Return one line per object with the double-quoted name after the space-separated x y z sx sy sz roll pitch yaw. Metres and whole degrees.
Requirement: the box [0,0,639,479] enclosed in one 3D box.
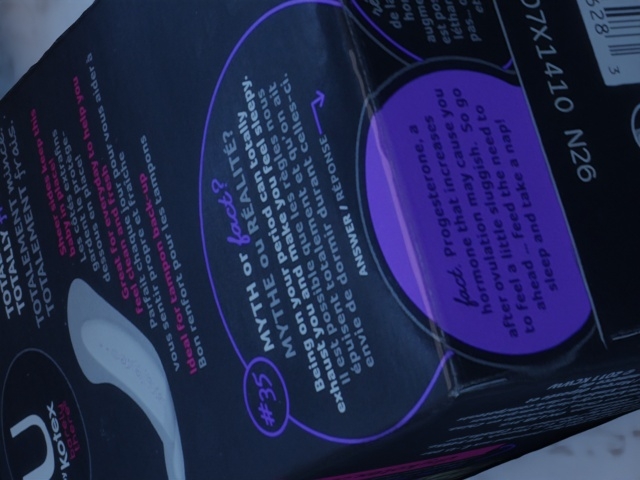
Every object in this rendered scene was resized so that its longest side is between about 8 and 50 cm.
0.000 0.000 0.573 0.270 0.143 0.165 -32 69 52 "box"
